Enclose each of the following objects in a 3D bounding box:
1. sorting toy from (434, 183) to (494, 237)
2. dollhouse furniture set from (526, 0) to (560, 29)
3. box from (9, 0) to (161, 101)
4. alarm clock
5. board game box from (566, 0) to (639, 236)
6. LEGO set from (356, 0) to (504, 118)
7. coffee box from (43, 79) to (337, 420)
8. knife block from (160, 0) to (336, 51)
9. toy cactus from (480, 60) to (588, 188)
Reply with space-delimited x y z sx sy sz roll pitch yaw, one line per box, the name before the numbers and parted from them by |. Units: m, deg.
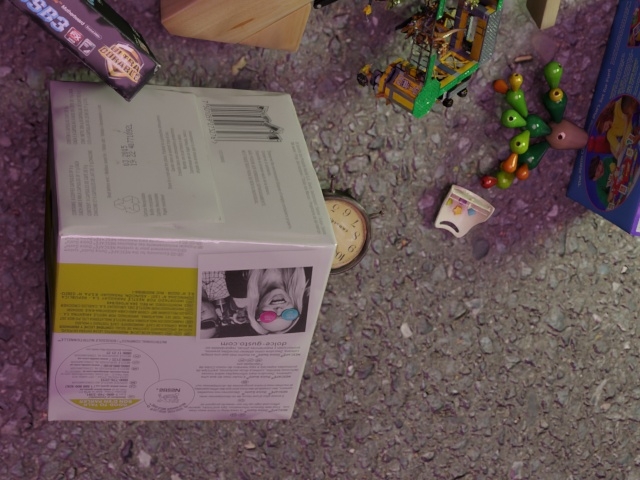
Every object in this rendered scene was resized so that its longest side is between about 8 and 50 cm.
sorting toy | 0.221 -0.044 1.933 0.083 0.045 0.075 25 106 -20
dollhouse furniture set | 0.357 -0.429 1.787 0.123 0.144 0.151 -21 66 -8
box | -0.349 -0.322 1.569 0.293 0.295 0.073 40 96 -20
alarm clock | 0.000 0.000 1.877 0.129 0.064 0.192 36 93 -21
board game box | 0.503 -0.198 1.850 0.078 0.233 0.347 9 104 -16
LEGO set | 0.133 -0.354 1.674 0.255 0.192 0.331 -41 152 -28
coffee box | -0.200 0.016 1.635 0.338 0.337 0.334 1 130 -15
knife block | -0.070 -0.388 1.674 0.276 0.088 0.242 6 134 -15
toy cactus | 0.343 -0.175 1.904 0.181 0.112 0.218 9 102 -36
